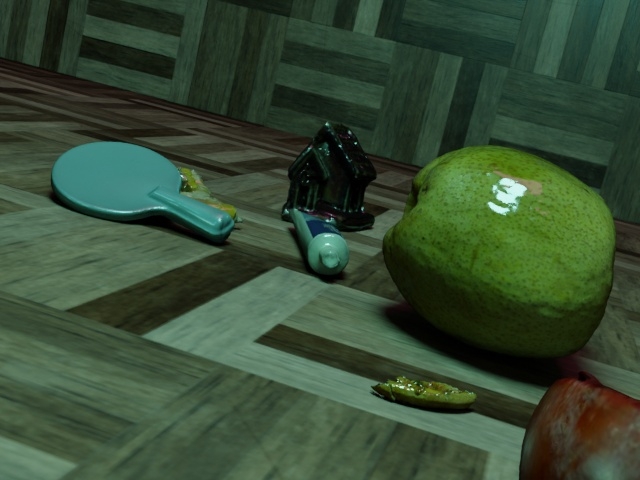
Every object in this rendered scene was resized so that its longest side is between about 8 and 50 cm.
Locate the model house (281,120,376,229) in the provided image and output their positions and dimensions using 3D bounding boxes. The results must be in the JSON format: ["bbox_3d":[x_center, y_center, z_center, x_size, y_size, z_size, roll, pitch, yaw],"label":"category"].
[{"bbox_3d":[0.014,-0.098,1.300,0.106,0.152,0.165,11,8,23],"label":"model house"}]

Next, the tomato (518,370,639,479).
[{"bbox_3d":[0.175,0.147,0.375,0.227,0.101,0.228,28,-5,3],"label":"tomato"}]

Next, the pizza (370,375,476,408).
[{"bbox_3d":[0.078,0.113,0.663,0.083,0.016,0.037,10,5,-11],"label":"pizza"}]

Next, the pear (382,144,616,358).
[{"bbox_3d":[0.166,0.008,0.841,0.211,0.188,0.228,18,14,9],"label":"pear"}]

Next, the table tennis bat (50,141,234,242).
[{"bbox_3d":[-0.207,-0.057,1.044,0.237,0.038,0.149,24,36,17],"label":"table tennis bat"}]

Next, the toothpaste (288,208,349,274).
[{"bbox_3d":[0.001,0.000,1.073,0.069,0.047,0.268,0,9,-5],"label":"toothpaste"}]

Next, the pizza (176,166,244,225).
[{"bbox_3d":[-0.183,-0.069,1.165,0.185,0.052,0.195,15,13,-2],"label":"pizza"}]
